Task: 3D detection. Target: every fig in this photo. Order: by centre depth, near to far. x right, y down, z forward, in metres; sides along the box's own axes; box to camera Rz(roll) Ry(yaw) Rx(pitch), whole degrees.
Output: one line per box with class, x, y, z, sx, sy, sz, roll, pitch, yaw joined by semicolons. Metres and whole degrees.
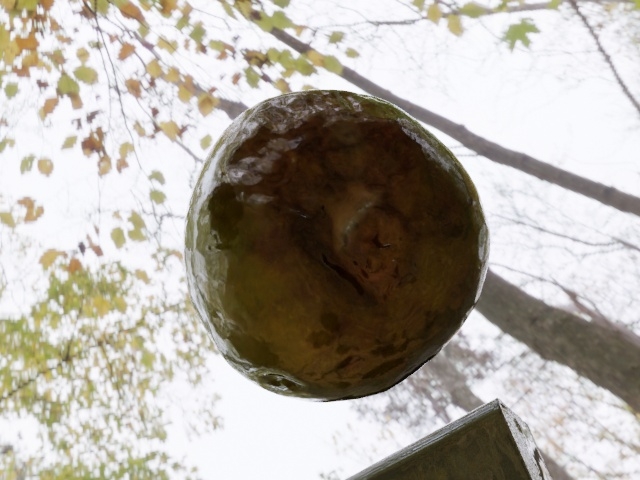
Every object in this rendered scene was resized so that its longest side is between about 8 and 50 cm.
fig;0.000;0.000;0.626;0.181;0.191;0.181;-3;-80;-16

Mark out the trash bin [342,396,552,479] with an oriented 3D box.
trash bin;0.116;0.286;1.037;0.240;0.164;0.122;-28;-31;13
